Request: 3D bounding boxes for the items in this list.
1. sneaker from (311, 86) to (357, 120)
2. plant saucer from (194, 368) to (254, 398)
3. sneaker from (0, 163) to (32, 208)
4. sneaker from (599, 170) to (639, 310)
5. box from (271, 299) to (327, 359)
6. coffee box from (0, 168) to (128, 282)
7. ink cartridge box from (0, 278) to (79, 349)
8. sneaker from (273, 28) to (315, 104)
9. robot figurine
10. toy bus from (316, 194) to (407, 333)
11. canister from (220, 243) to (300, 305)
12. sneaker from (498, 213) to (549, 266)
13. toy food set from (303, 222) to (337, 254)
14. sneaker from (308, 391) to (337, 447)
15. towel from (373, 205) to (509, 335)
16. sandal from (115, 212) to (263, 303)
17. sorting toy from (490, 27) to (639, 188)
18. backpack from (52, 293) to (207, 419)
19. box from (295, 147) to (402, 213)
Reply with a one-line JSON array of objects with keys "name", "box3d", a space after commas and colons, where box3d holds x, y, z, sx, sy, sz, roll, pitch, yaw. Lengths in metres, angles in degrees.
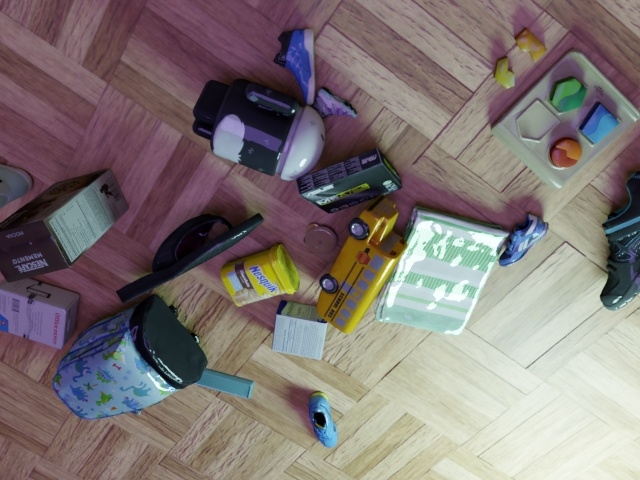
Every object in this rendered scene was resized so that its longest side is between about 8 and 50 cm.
[{"name": "sneaker", "box3d": [0.026, -0.279, 1.233, 0.098, 0.038, 0.069, 35, 119, 0]}, {"name": "plant saucer", "box3d": [-0.292, 0.419, 1.667, 0.191, 0.018, 0.067, 16, 119, 1]}, {"name": "sneaker", "box3d": [-0.858, -0.143, 1.367, 0.255, 0.151, 0.094, 13, 121, 3]}, {"name": "sneaker", "box3d": [0.693, 0.003, 1.262, 0.139, 0.125, 0.341, 28, 126, 24]}, {"name": "box", "box3d": [-0.053, 0.236, 1.501, 0.137, 0.072, 0.126, 10, 120, 2]}, {"name": "coffee box", "box3d": [-0.594, -0.043, 1.299, 0.167, 0.297, 0.119, -12, 116, 15]}, {"name": "ink cartridge box", "box3d": [-0.791, 0.197, 1.579, 0.202, 0.086, 0.148, 19, 119, -3]}, {"name": "sneaker", "box3d": [-0.054, -0.360, 1.184, 0.084, 0.058, 0.152, -2, 114, 3]}, {"name": "robot figurine", "box3d": [-0.125, -0.238, 1.200, 0.277, 0.209, 0.174, 20, 104, -4]}, {"name": "toy bus", "box3d": [0.097, 0.060, 1.334, 0.130, 0.108, 0.333, 35, 127, 11]}, {"name": "canister", "box3d": [-0.154, 0.092, 1.439, 0.169, 0.073, 0.126, -18, 114, 19]}, {"name": "sneaker", "box3d": [0.458, -0.001, 1.311, 0.059, 0.053, 0.144, 35, 109, -11]}, {"name": "toy food set", "box3d": [0.000, 0.000, 1.395, 0.083, 0.020, 0.083, 13, 120, 1]}, {"name": "sneaker", "box3d": [0.004, 0.545, 1.657, 0.069, 0.082, 0.210, -7, 119, 10]}, {"name": "towel", "box3d": [0.287, 0.086, 1.376, 0.247, 0.038, 0.325, 12, 119, -8]}, {"name": "sandal", "box3d": [-0.342, 0.024, 1.386, 0.445, 0.167, 0.107, -27, 94, 20]}, {"name": "sorting toy", "box3d": [0.472, -0.271, 1.167, 0.307, 0.041, 0.229, 38, 117, -13]}, {"name": "backpack", "box3d": [-0.544, 0.335, 1.548, 0.355, 0.273, 0.290, -10, 124, 27]}, {"name": "box", "box3d": [0.067, -0.124, 1.237, 0.190, 0.184, 0.045, -19, 75, 16]}]
